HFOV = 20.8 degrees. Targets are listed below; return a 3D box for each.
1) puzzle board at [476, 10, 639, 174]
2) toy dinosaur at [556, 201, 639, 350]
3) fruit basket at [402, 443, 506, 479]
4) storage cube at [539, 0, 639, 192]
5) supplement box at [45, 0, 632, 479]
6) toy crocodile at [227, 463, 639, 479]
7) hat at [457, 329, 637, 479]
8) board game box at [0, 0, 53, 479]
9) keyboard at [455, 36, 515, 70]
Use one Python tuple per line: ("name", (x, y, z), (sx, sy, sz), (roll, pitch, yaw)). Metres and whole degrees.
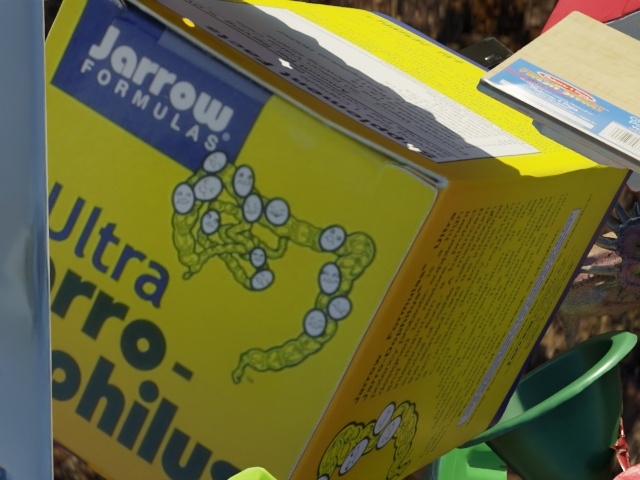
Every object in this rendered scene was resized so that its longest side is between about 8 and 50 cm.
("puzzle board", (0.114, -0.024, 0.492), (0.128, 0.011, 0.096), (28, 27, 13))
("toy dinosaur", (0.303, 0.031, 1.800), (0.200, 0.296, 0.127), (-29, 81, -46))
("fruit basket", (0.010, 0.251, 1.744), (0.353, 0.165, 0.327), (10, 84, -24))
("storage cube", (0.346, -0.187, 1.605), (0.183, 0.215, 0.193), (-16, 29, 40))
("supplement box", (0.000, 0.000, 0.895), (0.194, 0.356, 0.195), (31, 105, 18))
("toy crocodile", (0.116, 0.093, 0.429), (0.340, 0.115, 0.105), (-14, 63, 28))
("hat", (0.226, 0.199, 1.435), (0.173, 0.208, 0.183), (-31, 92, 32))
("board game box", (-0.279, -0.074, 0.514), (0.390, 0.050, 0.390), (-6, 108, -22))
("keyboard", (0.070, -0.101, 1.387), (0.192, 0.100, 0.038), (-24, 112, -1))
